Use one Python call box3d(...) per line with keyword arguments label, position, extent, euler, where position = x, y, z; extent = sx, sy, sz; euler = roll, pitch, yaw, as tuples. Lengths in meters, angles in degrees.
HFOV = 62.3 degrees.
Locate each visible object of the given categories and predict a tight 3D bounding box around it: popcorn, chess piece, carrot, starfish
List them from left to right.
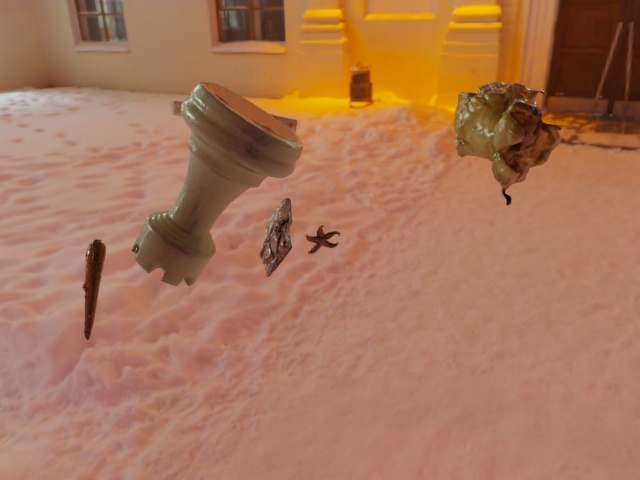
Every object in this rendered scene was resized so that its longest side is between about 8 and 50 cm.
box3d(label="carrot", position=(-0.554, 0.116, 1.288), extent=(0.049, 0.254, 0.049), euler=(-3, -21, -1))
box3d(label="chess piece", position=(-0.180, -0.077, 0.841), extent=(0.195, 0.299, 0.194), euler=(32, 16, -10))
box3d(label="starfish", position=(0.000, 0.000, 1.258), extent=(0.091, 0.078, 0.028), euler=(15, 19, -30))
box3d(label="popcorn", position=(0.317, -0.176, 0.886), extent=(0.168, 0.173, 0.195), euler=(19, 26, -31))

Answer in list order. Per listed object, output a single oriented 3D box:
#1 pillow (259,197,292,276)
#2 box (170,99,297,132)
box3d(label="pillow", position=(-0.126, -0.015, 1.501), extent=(0.049, 0.135, 0.248), euler=(24, 32, -20))
box3d(label="box", position=(-0.165, -0.231, 0.993), extent=(0.221, 0.032, 0.122), euler=(5, 10, -19))
